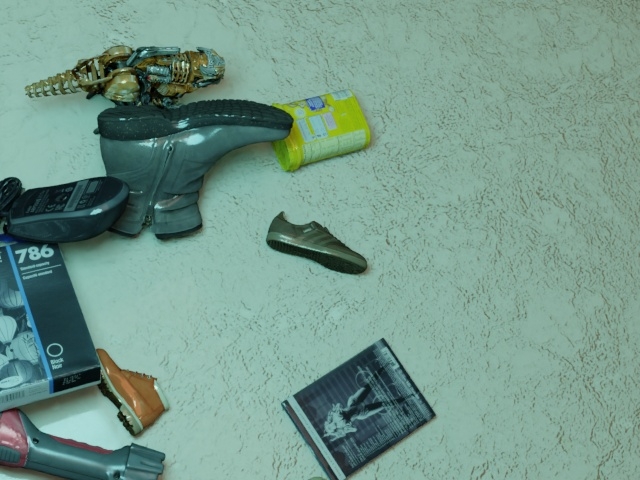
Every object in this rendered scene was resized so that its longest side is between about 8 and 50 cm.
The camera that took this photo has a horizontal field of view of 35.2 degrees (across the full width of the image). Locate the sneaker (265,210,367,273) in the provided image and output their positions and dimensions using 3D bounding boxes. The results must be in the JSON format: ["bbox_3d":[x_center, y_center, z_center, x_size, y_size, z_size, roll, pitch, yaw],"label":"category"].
[{"bbox_3d":[0.000,0.000,1.803,0.188,0.066,0.071,19,65,-6],"label":"sneaker"}]

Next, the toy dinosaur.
[{"bbox_3d":[-0.335,-0.281,1.755,0.322,0.218,0.164,13,67,-8],"label":"toy dinosaur"}]

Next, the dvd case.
[{"bbox_3d":[0.066,0.290,1.728,0.221,0.018,0.164,-30,79,-23],"label":"dvd case"}]

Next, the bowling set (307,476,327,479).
[{"bbox_3d":[-0.007,0.424,1.519,0.154,0.200,0.287,33,36,14],"label":"bowling set"}]

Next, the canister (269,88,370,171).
[{"bbox_3d":[-0.005,-0.209,1.883,0.170,0.073,0.126,-16,73,-20],"label":"canister"}]

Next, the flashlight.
[{"bbox_3d":[-0.396,0.325,1.569,0.304,0.103,0.103,16,71,-11],"label":"flashlight"}]

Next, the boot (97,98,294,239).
[{"bbox_3d":[-0.214,-0.122,1.740,0.338,0.118,0.222,-3,111,-6],"label":"boot"}]

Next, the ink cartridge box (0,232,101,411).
[{"bbox_3d":[-0.475,0.099,1.605,0.165,0.065,0.332,-15,57,-23],"label":"ink cartridge box"}]

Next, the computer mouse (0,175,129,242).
[{"bbox_3d":[-0.433,-0.043,1.654,0.272,0.072,0.188,-5,33,14],"label":"computer mouse"}]

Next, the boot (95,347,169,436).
[{"bbox_3d":[-0.314,0.231,1.646,0.084,0.059,0.158,-34,88,-26],"label":"boot"}]
